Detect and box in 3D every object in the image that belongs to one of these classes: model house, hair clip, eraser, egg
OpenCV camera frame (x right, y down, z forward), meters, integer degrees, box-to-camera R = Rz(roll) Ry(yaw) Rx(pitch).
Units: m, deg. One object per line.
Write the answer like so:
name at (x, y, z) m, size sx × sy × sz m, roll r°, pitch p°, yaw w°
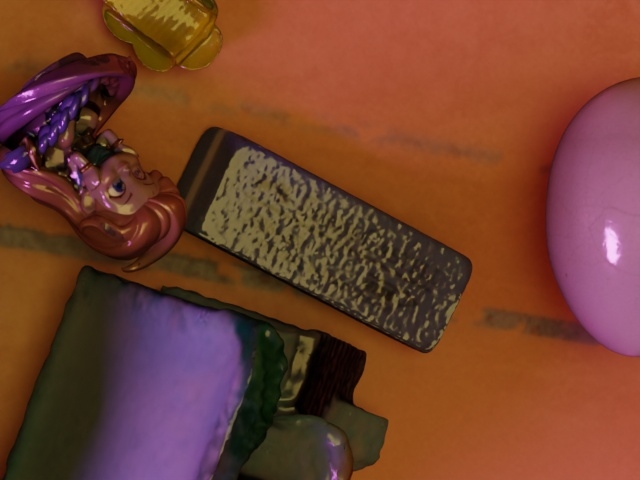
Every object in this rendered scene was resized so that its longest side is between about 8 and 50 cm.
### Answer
model house at (-0.062, 0.189, 1.366) m, size 0.249 × 0.230 × 0.280 m, roll 24°, pitch 85°, yaw -40°
hair clip at (-0.142, -0.185, 1.408) m, size 0.173 × 0.046 × 0.072 m, roll 40°, pitch 83°, yaw -11°
eraser at (0.000, 0.000, 1.456) m, size 0.225 × 0.036 × 0.082 m, roll 28°, pitch 84°, yaw -15°
egg at (0.242, -0.018, 1.468) m, size 0.151 × 0.151 × 0.209 m, roll 3°, pitch 93°, yaw -16°

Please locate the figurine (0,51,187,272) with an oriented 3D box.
figurine at (-0.160, -0.053, 1.371) m, size 0.126 × 0.114 × 0.157 m, roll -47°, pitch 118°, yaw -50°
